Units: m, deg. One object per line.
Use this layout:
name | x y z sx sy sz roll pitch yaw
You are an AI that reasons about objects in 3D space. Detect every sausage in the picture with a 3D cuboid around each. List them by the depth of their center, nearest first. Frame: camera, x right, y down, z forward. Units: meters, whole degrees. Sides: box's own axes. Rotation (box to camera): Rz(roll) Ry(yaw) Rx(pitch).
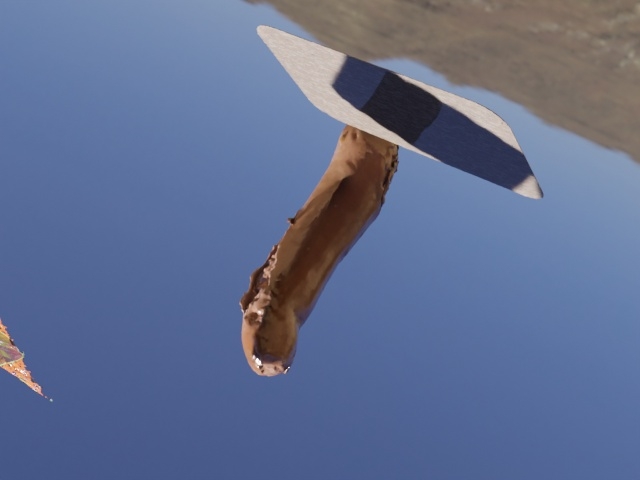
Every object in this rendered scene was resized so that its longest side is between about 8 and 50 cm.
sausage | 0.000 0.000 1.161 0.078 0.304 0.078 24 153 13

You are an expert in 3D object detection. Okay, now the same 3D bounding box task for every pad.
pad | 0.069 -0.114 1.065 0.266 0.002 0.176 26 169 31

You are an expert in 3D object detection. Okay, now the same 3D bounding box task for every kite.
kite | -0.359 0.097 1.251 0.125 0.008 0.222 19 149 18
